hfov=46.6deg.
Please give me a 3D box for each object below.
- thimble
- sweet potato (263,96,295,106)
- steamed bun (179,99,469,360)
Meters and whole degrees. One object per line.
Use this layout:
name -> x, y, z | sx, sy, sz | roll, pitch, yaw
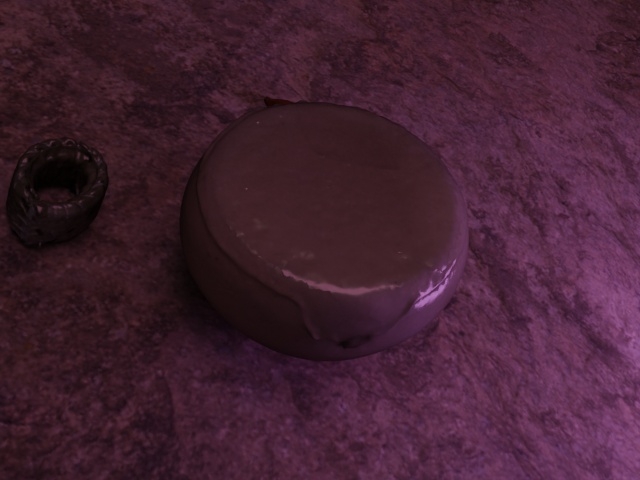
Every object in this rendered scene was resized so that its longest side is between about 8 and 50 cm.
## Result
thimble -> -0.257, -0.046, 0.724 | 0.084, 0.062, 0.110 | 25, 46, -11
sweet potato -> -0.032, -0.161, 0.970 | 0.095, 0.034, 0.034 | 24, 45, -6
steamed bun -> 0.000, 0.000, 0.747 | 0.283, 0.177, 0.283 | 8, 51, -10
